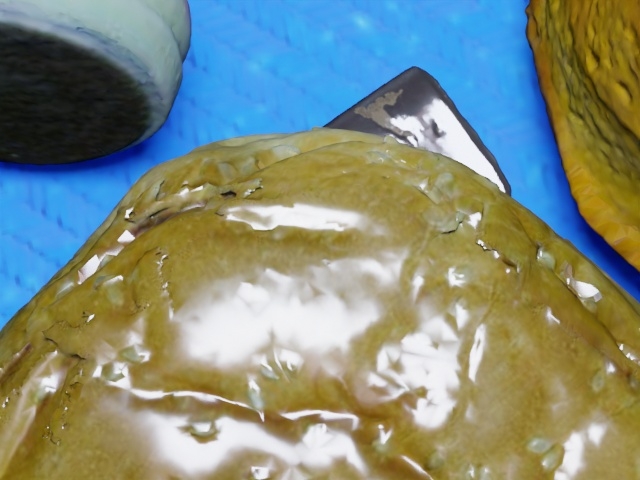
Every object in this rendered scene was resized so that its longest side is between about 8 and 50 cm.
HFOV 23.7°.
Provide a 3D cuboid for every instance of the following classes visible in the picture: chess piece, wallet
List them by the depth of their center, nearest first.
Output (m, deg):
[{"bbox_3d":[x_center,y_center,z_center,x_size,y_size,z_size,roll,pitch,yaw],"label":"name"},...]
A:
[{"bbox_3d":[0.000,0.000,0.623,0.156,0.018,0.082,-33,79,-7],"label":"wallet"},{"bbox_3d":[-0.114,-0.176,0.626,0.139,0.139,0.272,2,65,2],"label":"chess piece"}]

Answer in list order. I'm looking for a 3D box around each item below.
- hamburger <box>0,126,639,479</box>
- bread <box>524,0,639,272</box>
[{"bbox_3d":[0.011,0.107,0.531,0.285,0.134,0.265,37,78,4],"label":"hamburger"},{"bbox_3d":[0.226,-0.108,0.565,0.312,0.172,0.312,-1,75,2],"label":"bread"}]
